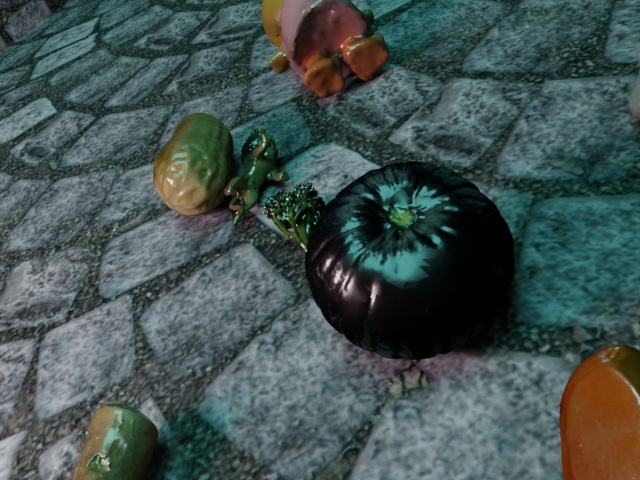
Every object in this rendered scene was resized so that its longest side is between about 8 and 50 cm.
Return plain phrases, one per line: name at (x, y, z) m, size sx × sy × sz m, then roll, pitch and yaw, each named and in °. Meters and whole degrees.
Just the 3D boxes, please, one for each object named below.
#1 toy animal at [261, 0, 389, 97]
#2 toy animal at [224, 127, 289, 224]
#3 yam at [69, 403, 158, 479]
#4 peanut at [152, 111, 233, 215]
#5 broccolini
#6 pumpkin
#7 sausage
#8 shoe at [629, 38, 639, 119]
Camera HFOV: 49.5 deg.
toy animal at (-0.017, -0.363, 1.172) m, size 0.195 × 0.169 × 0.281 m, roll -26°, pitch 36°, yaw -4°
toy animal at (-0.089, -0.090, 0.969) m, size 0.086 × 0.069 × 0.220 m, roll -33°, pitch 24°, yaw 30°
yam at (-0.203, 0.287, 0.560) m, size 0.081 × 0.081 × 0.356 m, roll -13°, pitch 39°, yaw 18°
peanut at (-0.186, -0.117, 1.026) m, size 0.110 × 0.120 × 0.236 m, roll 4°, pitch 30°, yaw -7°
broccolini at (-0.007, -0.007, 0.816) m, size 0.074 × 0.058 × 0.201 m, roll -36°, pitch 35°, yaw -1°
pumpkin at (0.083, 0.019, 0.661) m, size 0.202 × 0.140 × 0.202 m, roll -6°, pitch 48°, yaw 7°
sausage at (0.205, 0.154, 0.462) m, size 0.089 × 0.089 × 0.179 m, roll -12°, pitch 48°, yaw 20°
shoe at (0.383, -0.157, 0.761) m, size 0.078 × 0.079 × 0.195 m, roll -46°, pitch 30°, yaw 38°
